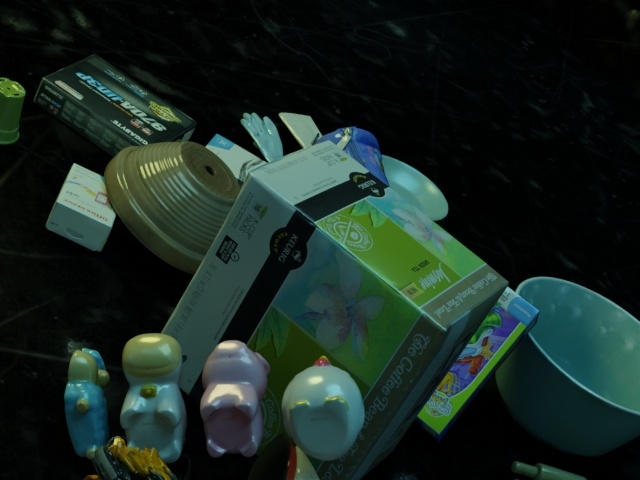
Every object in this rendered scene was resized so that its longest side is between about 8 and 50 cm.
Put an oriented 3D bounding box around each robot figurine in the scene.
[{"bbox_3d":[-0.151,0.335,1.463,0.291,0.085,0.211,49,3,16],"label":"robot figurine"}]

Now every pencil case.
[{"bbox_3d":[0.070,-0.068,2.307,0.119,0.133,0.306,-11,47,-5],"label":"pencil case"}]

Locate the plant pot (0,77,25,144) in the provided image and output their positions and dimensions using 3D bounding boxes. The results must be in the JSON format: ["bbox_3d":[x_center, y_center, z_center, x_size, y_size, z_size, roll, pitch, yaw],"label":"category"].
[{"bbox_3d":[-0.486,-0.202,2.088,0.083,0.079,0.083,23,30,-14],"label":"plant pot"}]

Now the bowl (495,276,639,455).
[{"bbox_3d":[0.400,0.218,2.156,0.311,0.163,0.311,22,31,-14],"label":"bowl"}]

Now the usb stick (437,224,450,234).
[{"bbox_3d":[0.178,0.047,2.344,0.077,0.045,0.278,21,29,-1],"label":"usb stick"}]

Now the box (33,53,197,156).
[{"bbox_3d":[-0.337,-0.212,2.269,0.220,0.051,0.175,35,29,7],"label":"box"}]

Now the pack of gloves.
[{"bbox_3d":[-0.042,-0.136,2.450,0.195,0.046,0.232,3,46,-47],"label":"pack of gloves"}]

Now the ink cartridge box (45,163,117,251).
[{"bbox_3d":[-0.343,-0.049,2.007,0.088,0.052,0.122,25,30,-12],"label":"ink cartridge box"}]

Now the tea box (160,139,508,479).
[{"bbox_3d":[0.008,0.106,1.799,0.323,0.329,0.220,38,29,14],"label":"tea box"}]

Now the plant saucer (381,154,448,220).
[{"bbox_3d":[0.143,-0.086,2.528,0.195,0.037,0.195,22,31,-14],"label":"plant saucer"}]

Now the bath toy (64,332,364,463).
[{"bbox_3d":[-0.120,0.183,1.631,0.348,0.151,0.129,1,17,4],"label":"bath toy"}]

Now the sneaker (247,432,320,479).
[{"bbox_3d":[-0.004,0.347,1.615,0.145,0.090,0.270,36,16,-22],"label":"sneaker"}]

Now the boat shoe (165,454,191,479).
[{"bbox_3d":[-0.193,0.300,1.599,0.056,0.049,0.152,29,29,-1],"label":"boat shoe"}]

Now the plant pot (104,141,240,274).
[{"bbox_3d":[-0.198,-0.070,2.059,0.237,0.110,0.237,38,24,-20],"label":"plant pot"}]

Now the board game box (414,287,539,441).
[{"bbox_3d":[0.113,0.095,2.021,0.347,0.233,0.078,38,-10,14],"label":"board game box"}]

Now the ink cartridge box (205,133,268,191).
[{"bbox_3d":[-0.121,-0.093,2.271,0.180,0.060,0.104,30,28,-1],"label":"ink cartridge box"}]

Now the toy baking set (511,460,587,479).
[{"bbox_3d":[0.344,0.395,1.964,0.256,0.030,0.197,22,30,-15],"label":"toy baking set"}]
